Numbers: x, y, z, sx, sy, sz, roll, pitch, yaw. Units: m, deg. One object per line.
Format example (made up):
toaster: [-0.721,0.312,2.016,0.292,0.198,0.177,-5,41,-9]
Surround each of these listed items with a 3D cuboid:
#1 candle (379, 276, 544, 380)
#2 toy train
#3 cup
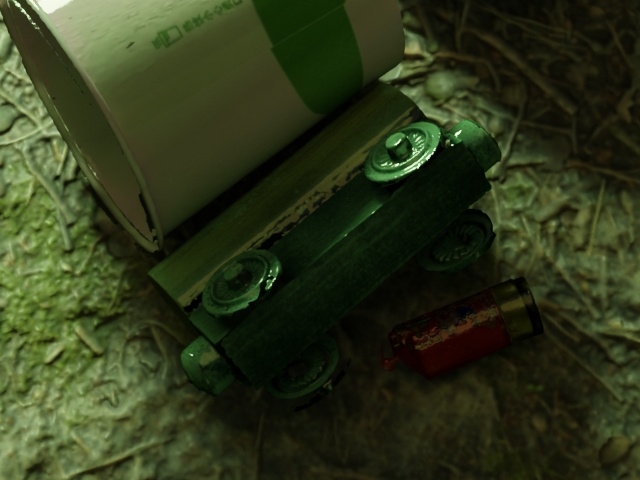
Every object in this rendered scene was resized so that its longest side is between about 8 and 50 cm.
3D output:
candle: [0.107,0.073,1.430,0.130,0.052,0.052,-21,63,1]
toy train: [0.003,0.005,1.456,0.307,0.126,0.189,-40,26,-9]
cup: [-0.090,-0.157,1.482,0.274,0.253,0.253,-30,63,-13]
